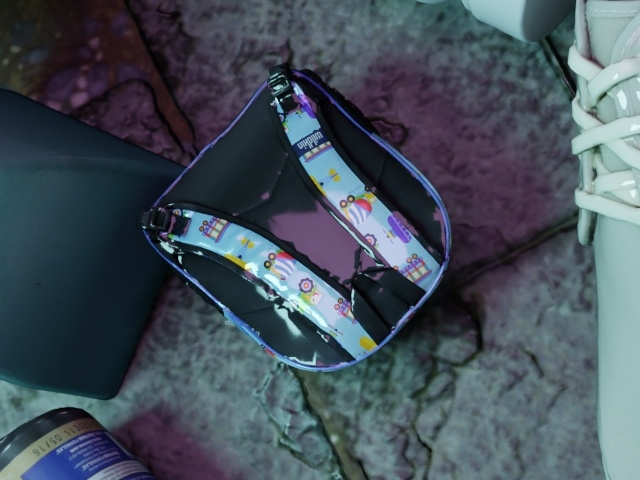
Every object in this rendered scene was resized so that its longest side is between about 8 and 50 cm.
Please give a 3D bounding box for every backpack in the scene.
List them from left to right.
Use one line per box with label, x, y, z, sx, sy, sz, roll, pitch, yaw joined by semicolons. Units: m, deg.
backpack;0.000;0.000;1.117;0.173;0.117;0.158;41;88;20

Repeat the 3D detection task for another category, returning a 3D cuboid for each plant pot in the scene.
plant pot;-0.214;-0.009;1.098;0.166;0.234;0.165;24;93;19

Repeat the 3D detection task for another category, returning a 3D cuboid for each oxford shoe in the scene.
oxford shoe;0.199;-0.059;1.019;0.169;0.130;0.449;14;100;58

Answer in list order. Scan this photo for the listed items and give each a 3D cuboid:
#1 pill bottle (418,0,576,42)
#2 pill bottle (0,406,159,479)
pill bottle;0.050;-0.254;1.147;0.283;0.161;0.161;32;85;19
pill bottle;-0.117;0.214;1.088;0.219;0.123;0.123;41;88;20
